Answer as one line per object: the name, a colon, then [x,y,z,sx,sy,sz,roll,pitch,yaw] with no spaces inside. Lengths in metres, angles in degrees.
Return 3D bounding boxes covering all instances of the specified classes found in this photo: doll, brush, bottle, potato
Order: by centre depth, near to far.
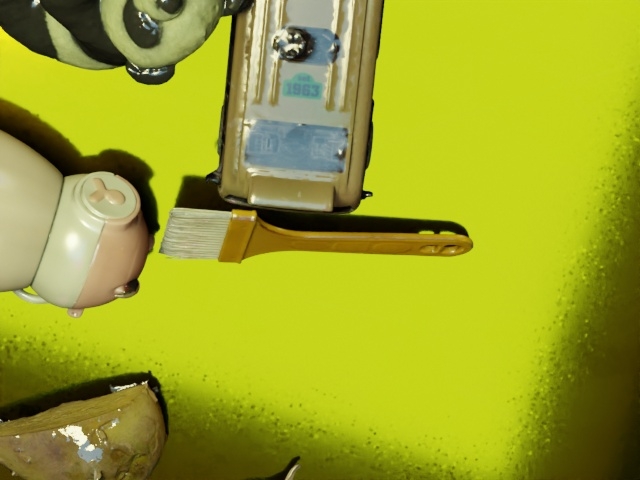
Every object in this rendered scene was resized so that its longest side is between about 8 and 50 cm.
doll: [-0.164,-0.203,1.432,0.143,0.234,0.135,-52,121,-24]
bottle: [-0.255,-0.015,1.506,0.237,0.147,0.147,17,101,-12]
brush: [0.000,0.000,1.547,0.272,0.103,0.013,2,69,-10]
potato: [-0.219,0.195,1.571,0.172,0.089,0.100,-13,104,0]

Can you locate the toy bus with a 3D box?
toy bus: [-0.012,-0.160,1.469,0.139,0.157,0.289,7,101,-2]

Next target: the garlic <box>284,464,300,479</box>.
garlic: [-0.074,0.271,1.601,0.152,0.066,0.084,-22,99,5]
